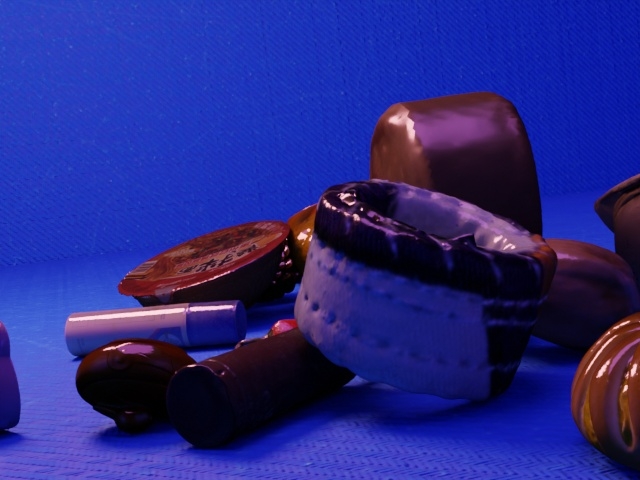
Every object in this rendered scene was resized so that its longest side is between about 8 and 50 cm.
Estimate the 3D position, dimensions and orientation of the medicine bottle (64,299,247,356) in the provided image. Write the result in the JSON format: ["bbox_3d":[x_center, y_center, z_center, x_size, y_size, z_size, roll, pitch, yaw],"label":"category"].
[{"bbox_3d":[-0.214,0.114,1.298,0.231,0.059,0.059,-5,5,11],"label":"medicine bottle"}]

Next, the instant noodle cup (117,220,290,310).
[{"bbox_3d":[-0.162,0.062,1.496,0.274,0.090,0.274,-17,16,5],"label":"instant noodle cup"}]

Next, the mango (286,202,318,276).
[{"bbox_3d":[0.043,0.010,1.549,0.136,0.166,0.236,-37,-16,34],"label":"mango"}]

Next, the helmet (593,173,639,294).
[{"bbox_3d":[0.412,0.024,1.132,0.204,0.137,0.257,29,-22,-11],"label":"helmet"}]

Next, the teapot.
[{"bbox_3d":[-0.159,0.138,0.908,0.129,0.078,0.098,7,-36,-4],"label":"teapot"}]

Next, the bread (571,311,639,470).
[{"bbox_3d":[0.268,0.094,0.678,0.214,0.104,0.213,-9,6,1],"label":"bread"}]

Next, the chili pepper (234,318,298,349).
[{"bbox_3d":[-0.002,0.110,1.117,0.191,0.050,0.059,0,-14,-19],"label":"chili pepper"}]

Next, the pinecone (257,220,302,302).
[{"bbox_3d":[-0.094,0.039,1.648,0.140,0.140,0.120,-7,-23,-10],"label":"pinecone"}]

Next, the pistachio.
[{"bbox_3d":[0.242,0.054,1.018,0.186,0.108,0.126,17,-35,1],"label":"pistachio"}]

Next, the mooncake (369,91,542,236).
[{"bbox_3d":[0.147,-0.029,1.182,0.156,0.284,0.284,-7,5,-10],"label":"mooncake"}]

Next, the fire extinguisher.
[{"bbox_3d":[-0.020,0.118,0.918,0.089,0.072,0.268,-14,0,35],"label":"fire extinguisher"}]

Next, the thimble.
[{"bbox_3d":[0.088,0.036,0.915,0.237,0.150,0.237,16,14,-4],"label":"thimble"}]

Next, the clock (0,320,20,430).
[{"bbox_3d":[-0.355,0.132,0.970,0.153,0.110,0.050,-3,3,42],"label":"clock"}]
